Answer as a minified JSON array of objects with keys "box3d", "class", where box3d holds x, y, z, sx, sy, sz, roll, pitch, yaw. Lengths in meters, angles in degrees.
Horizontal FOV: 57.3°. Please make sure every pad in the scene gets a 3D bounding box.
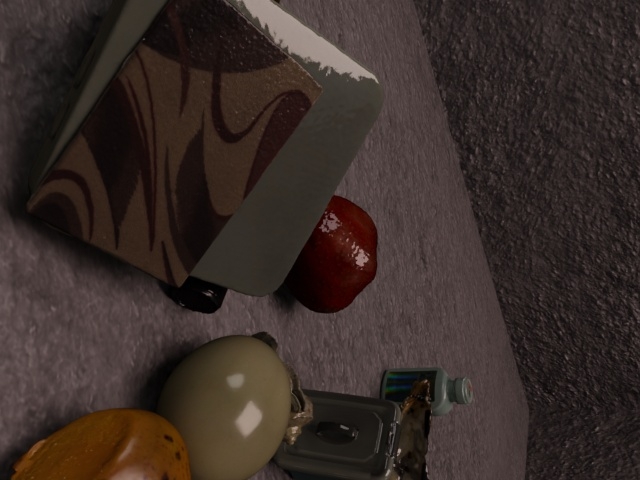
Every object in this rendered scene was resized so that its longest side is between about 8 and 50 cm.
[{"box3d":[-0.163,-0.114,0.704,0.220,0.004,0.330,33,95,-36],"class":"pad"}]

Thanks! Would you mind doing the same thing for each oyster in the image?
[{"box3d":[0.222,0.513,1.450,0.078,0.129,0.345,30,72,-63],"class":"oyster"}]

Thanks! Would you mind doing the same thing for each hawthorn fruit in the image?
[{"box3d":[0.000,0.000,1.164,0.266,0.210,0.230,51,41,-25],"class":"hawthorn fruit"}]

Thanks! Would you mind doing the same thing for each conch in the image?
[{"box3d":[-0.074,0.247,1.012,0.130,0.155,0.207,8,55,-39],"class":"conch"}]

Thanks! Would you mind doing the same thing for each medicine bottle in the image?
[{"box3d":[0.277,0.396,1.534,0.083,0.229,0.121,55,37,-42],"class":"medicine bottle"}]

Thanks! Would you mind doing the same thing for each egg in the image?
[{"box3d":[-0.136,0.238,0.846,0.241,0.186,0.186,-71,143,-58],"class":"egg"}]

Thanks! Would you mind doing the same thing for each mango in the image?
[{"box3d":[-0.257,0.318,0.630,0.290,0.160,0.191,-42,128,-54],"class":"mango"}]

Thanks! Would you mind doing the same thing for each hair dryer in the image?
[{"box3d":[-0.219,-0.029,0.901,0.251,0.089,0.197,45,45,-35],"class":"hair dryer"}]

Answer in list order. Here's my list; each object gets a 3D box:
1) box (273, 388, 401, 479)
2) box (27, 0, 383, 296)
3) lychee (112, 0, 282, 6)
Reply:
[{"box3d":[0.038,0.380,1.105,0.130,0.227,0.162,75,24,-43],"class":"box"},{"box3d":[-0.135,-0.131,0.770,0.367,0.090,0.373,25,101,-35],"class":"box"},{"box3d":[-0.178,-0.306,0.879,0.267,0.268,0.267,28,58,-57],"class":"lychee"}]
